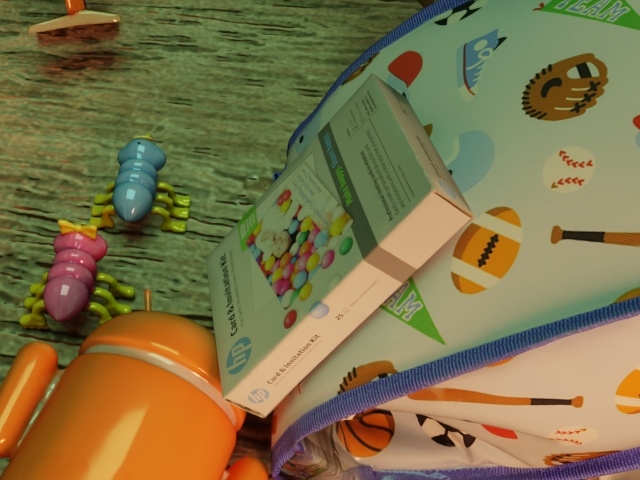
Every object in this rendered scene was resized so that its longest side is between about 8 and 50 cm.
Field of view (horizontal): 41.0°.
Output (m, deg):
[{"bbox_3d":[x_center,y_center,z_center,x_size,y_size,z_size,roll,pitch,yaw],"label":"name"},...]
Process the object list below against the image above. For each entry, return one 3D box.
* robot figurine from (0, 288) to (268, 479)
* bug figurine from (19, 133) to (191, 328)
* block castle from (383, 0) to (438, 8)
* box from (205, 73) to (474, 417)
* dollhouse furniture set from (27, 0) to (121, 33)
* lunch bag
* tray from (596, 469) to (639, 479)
[{"bbox_3d":[-0.123,0.139,0.558,0.158,0.128,0.219,7,50,20],"label":"robot figurine"},{"bbox_3d":[-0.253,-0.016,0.712,0.279,0.072,0.216,0,51,-4],"label":"bug figurine"},{"bbox_3d":[0.274,-0.344,0.793,0.454,0.213,0.302,7,89,-12],"label":"block castle"},{"bbox_3d":[0.000,0.000,0.551,0.038,0.186,0.145,30,25,-30],"label":"box"},{"bbox_3d":[-0.306,-0.351,0.891,0.135,0.261,0.259,-13,19,-11],"label":"dollhouse furniture set"},{"bbox_3d":[0.137,-0.005,0.609,0.386,0.239,0.327,-21,46,22],"label":"lunch bag"},{"bbox_3d":[0.328,0.130,0.650,0.271,0.030,0.145,2,50,-1],"label":"tray"}]
